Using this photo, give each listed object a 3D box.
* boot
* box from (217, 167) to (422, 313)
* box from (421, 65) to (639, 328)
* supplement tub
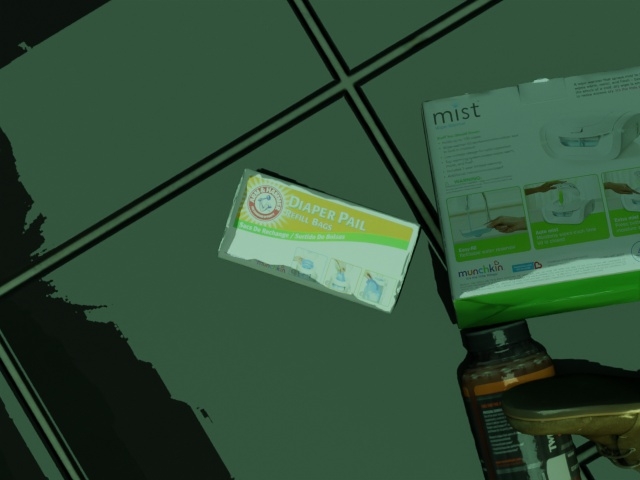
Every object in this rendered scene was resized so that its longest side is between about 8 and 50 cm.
[{"bbox_3d":[0.326,0.203,1.725,0.305,0.112,0.115,1,105,-26],"label":"boot"},{"bbox_3d":[0.000,0.000,1.781,0.203,0.114,0.103,18,91,4],"label":"box"},{"bbox_3d":[0.253,-0.048,1.728,0.262,0.127,0.231,-10,70,4],"label":"box"},{"bbox_3d":[0.216,0.189,1.775,0.106,0.106,0.198,-14,90,3],"label":"supplement tub"}]
